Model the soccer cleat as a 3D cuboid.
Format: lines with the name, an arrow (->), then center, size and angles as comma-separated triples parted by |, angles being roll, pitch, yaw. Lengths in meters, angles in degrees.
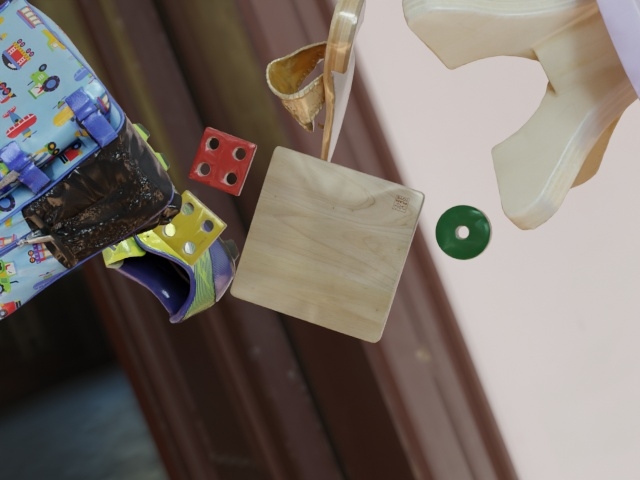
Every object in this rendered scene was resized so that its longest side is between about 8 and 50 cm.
soccer cleat -> -0.208, -0.037, 1.991 | 0.121, 0.289, 0.093 | -49, 11, -36

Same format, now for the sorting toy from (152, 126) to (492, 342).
sorting toy -> 0.000, 0.000, 1.591 | 0.274, 0.132, 0.046 | 18, 4, 9

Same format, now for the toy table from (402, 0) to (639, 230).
toy table -> 0.193, -0.139, 1.437 | 0.161, 0.252, 0.274 | -27, 36, 23

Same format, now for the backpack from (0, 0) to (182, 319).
backpack -> -0.196, -0.038, 1.122 | 0.173, 0.117, 0.158 | -36, 47, -2

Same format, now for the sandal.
sandal -> -0.011, -0.161, 1.780 | 0.079, 0.088, 0.240 | 16, -29, 3
